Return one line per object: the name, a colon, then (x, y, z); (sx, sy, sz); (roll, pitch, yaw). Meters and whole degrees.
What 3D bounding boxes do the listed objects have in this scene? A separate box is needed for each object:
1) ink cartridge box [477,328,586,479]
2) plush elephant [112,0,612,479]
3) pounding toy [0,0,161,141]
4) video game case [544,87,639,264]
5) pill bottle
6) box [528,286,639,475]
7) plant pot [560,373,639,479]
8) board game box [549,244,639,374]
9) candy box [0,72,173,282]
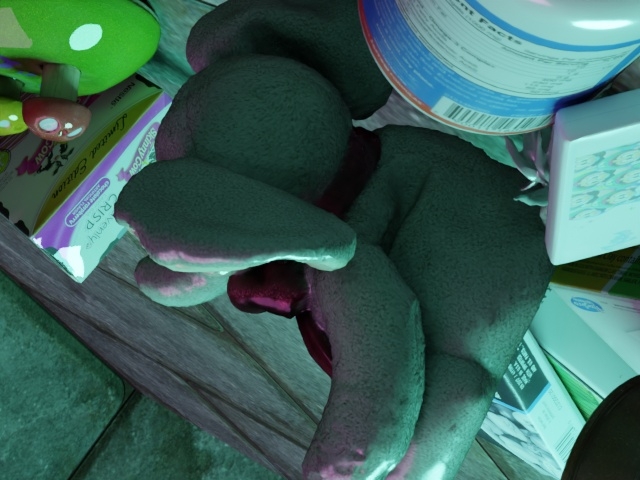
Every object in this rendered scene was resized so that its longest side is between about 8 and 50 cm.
ink cartridge box: (0.099, 0.090, 1.278); (0.208, 0.045, 0.206); (27, 163, 40)
plush elephant: (0.000, 0.000, 0.970); (0.255, 0.272, 0.330); (26, 129, 4)
pounding toy: (-0.243, -0.131, 1.253); (0.236, 0.110, 0.183); (9, 168, -12)
video game case: (0.172, -0.037, 0.739); (0.157, 0.143, 0.019); (74, -178, -70)
pill bottle: (0.090, -0.124, 0.631); (0.124, 0.124, 0.221); (36, 166, -1)
box: (0.183, 0.116, 1.366); (0.232, 0.058, 0.322); (39, 165, -12)
plant pot: (0.243, 0.168, 0.928); (0.165, 0.167, 0.167); (9, 152, 45)
board game box: (0.314, 0.107, 0.995); (0.316, 0.064, 0.242); (43, 165, -27)
candy box: (-0.219, -0.084, 1.386); (0.233, 0.159, 0.071); (33, 169, 47)
